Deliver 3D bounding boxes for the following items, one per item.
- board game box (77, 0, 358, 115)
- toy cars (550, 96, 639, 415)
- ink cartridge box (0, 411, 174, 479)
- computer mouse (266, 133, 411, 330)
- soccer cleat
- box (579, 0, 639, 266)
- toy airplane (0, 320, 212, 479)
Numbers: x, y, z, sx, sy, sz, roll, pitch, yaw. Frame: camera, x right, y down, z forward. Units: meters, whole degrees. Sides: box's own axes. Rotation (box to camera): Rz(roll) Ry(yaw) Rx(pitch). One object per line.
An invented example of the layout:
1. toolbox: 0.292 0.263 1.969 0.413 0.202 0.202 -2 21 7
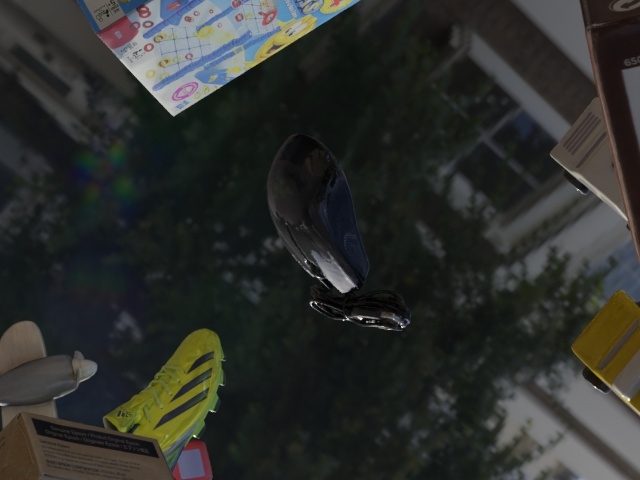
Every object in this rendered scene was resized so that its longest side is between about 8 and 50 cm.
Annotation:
1. board game box: -0.111 -0.304 1.596 0.302 0.086 0.308 -31 165 3
2. toy cars: 0.316 0.028 1.325 0.176 0.087 0.394 -13 -108 30
3. ink cartridge box: -0.300 0.297 1.423 0.234 0.193 0.088 -45 -129 20
4. computer mouse: 0.000 0.000 1.675 0.072 0.272 0.188 -33 -156 -30
5. soccer cleat: -0.217 0.230 1.751 0.093 0.121 0.289 -17 -137 56
6. box: 0.261 -0.153 0.961 0.143 0.191 0.381 -14 -152 12
7. toy airplane: -0.384 0.360 1.926 0.384 0.386 0.272 -56 -169 -23
